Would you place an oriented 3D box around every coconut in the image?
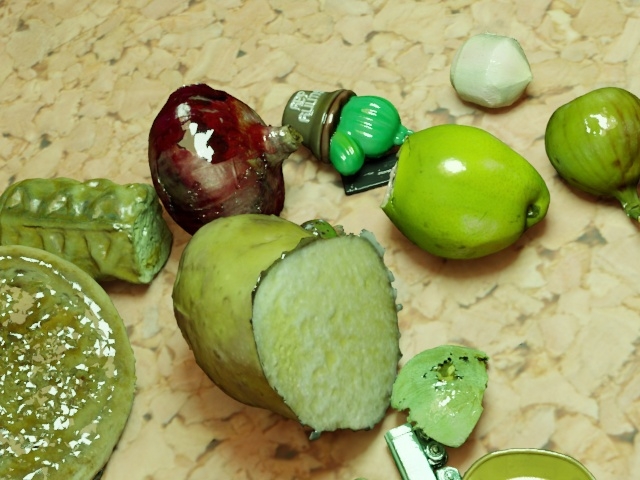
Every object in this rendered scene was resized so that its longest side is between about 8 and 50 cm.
[{"bbox_3d":[0.154,0.186,1.314,0.133,0.055,0.158,-2,43,5],"label":"coconut"},{"bbox_3d":[0.262,-0.253,1.537,0.124,0.110,0.110,18,66,30],"label":"coconut"}]

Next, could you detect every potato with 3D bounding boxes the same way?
[{"bbox_3d":[-0.068,0.107,1.346,0.237,0.301,0.289,-5,90,40],"label":"potato"}]

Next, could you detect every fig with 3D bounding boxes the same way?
[{"bbox_3d":[0.403,-0.120,1.417,0.142,0.148,0.186,-35,94,-21],"label":"fig"}]

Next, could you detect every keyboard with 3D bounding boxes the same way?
[{"bbox_3d":[0.106,-0.110,1.547,0.155,0.010,0.053,-15,58,5],"label":"keyboard"}]

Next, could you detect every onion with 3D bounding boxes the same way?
[{"bbox_3d":[-0.130,-0.114,1.477,0.219,0.252,0.252,-24,58,12],"label":"onion"}]

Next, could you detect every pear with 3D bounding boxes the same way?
[{"bbox_3d":[0.201,-0.063,1.407,0.219,0.187,0.187,19,66,3],"label":"pear"}]

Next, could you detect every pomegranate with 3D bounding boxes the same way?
[{"bbox_3d":[-0.001,-0.002,1.477,0.084,0.073,0.073,-40,60,-9],"label":"pomegranate"}]

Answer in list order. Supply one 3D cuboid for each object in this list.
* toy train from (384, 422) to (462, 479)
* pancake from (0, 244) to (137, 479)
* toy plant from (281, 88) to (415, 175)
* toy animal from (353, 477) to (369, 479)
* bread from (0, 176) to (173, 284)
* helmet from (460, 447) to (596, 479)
[{"bbox_3d":[0.137,0.293,1.294,0.071,0.038,0.148,-24,57,-1],"label":"toy train"},{"bbox_3d":[-0.433,0.193,1.393,0.382,0.071,0.382,7,65,-15],"label":"pancake"},{"bbox_3d":[0.042,-0.163,1.539,0.200,0.105,0.143,18,58,17],"label":"toy plant"},{"bbox_3d":[0.080,0.390,1.233,0.218,0.103,0.101,40,96,27],"label":"toy animal"},{"bbox_3d":[-0.367,-0.019,1.547,0.267,0.130,0.152,5,71,16],"label":"bread"},{"bbox_3d":[0.237,0.376,1.162,0.205,0.140,0.257,0,67,13],"label":"helmet"}]
